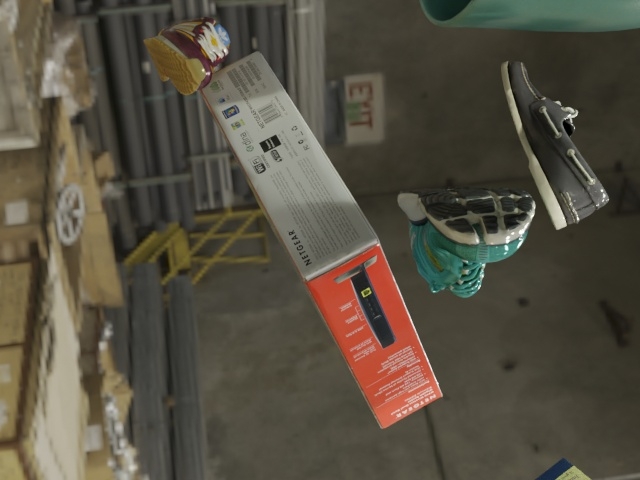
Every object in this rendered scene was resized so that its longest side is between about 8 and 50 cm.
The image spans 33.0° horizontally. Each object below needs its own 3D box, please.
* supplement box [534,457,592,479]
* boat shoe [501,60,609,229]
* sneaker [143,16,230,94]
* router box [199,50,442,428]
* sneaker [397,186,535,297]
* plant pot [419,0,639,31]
[{"bbox_3d":[0.142,0.183,0.593,0.083,0.056,0.083,39,-33,36],"label":"supplement box"},{"bbox_3d":[0.240,-0.108,1.117,0.075,0.065,0.206,50,23,-56],"label":"boat shoe"},{"bbox_3d":[-0.133,-0.207,1.154,0.069,0.084,0.185,66,-11,-23],"label":"sneaker"},{"bbox_3d":[0.000,0.000,1.208,0.335,0.082,0.301,60,-3,42],"label":"router box"},{"bbox_3d":[0.144,0.002,1.065,0.275,0.107,0.109,-146,-128,-85],"label":"sneaker"},{"bbox_3d":[0.228,-0.298,0.853,0.293,0.235,0.292,-173,-90,-77],"label":"plant pot"}]
